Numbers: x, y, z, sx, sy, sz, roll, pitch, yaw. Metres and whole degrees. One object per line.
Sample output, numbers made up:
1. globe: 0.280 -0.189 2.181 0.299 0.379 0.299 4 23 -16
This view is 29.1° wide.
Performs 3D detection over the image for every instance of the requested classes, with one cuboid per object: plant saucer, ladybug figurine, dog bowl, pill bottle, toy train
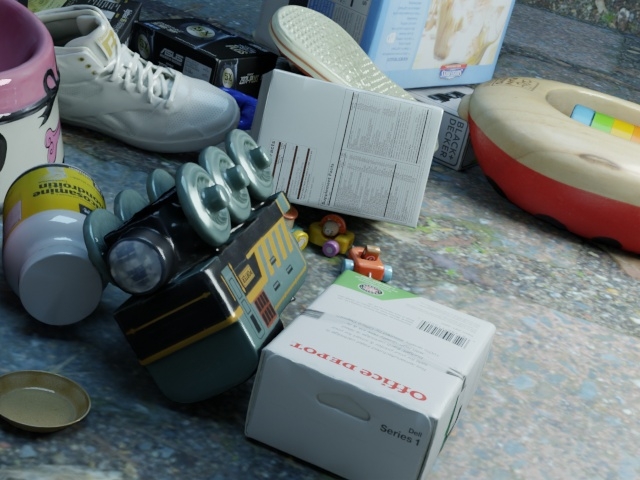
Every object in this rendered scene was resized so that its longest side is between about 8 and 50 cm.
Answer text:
1. plant saucer: -0.229 0.133 1.001 0.083 0.015 0.083 12 23 -5
2. ladybug figurine: 0.402 -0.099 1.743 0.449 0.162 0.305 22 25 13
3. dog bowl: -0.476 -0.184 1.362 0.408 0.150 0.408 14 29 -8
4. pill bottle: -0.250 0.004 1.175 0.103 0.103 0.184 7 24 -18
5. toy train: 0.000 0.000 1.416 0.166 0.046 0.125 11 23 -11
6. toy train: -0.101 0.017 1.155 0.142 0.190 0.334 -25 9 16

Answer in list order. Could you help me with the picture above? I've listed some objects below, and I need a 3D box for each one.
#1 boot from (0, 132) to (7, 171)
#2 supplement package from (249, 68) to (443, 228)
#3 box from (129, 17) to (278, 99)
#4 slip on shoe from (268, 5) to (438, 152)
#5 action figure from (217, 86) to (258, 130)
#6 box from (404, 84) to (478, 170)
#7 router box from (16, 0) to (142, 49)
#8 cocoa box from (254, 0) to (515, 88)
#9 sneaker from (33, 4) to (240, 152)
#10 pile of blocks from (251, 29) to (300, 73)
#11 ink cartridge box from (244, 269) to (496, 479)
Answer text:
1. boot: -0.318 -0.008 1.068 0.088 0.176 0.244 10 24 -17
2. supplement package: 0.018 -0.113 1.497 0.203 0.149 0.194 12 5 -8
3. box: -0.184 -0.279 1.911 0.180 0.078 0.147 28 25 29
4. slip on shoe: 0.035 -0.197 1.678 0.331 0.101 0.123 37 36 -42
5. action figure: -0.100 -0.171 1.684 0.280 0.091 0.139 6 8 -19
6. box: 0.145 -0.214 1.952 0.290 0.087 0.169 26 25 25
7. router box: -0.411 -0.315 1.846 0.243 0.081 0.309 13 23 -5
8. cocoa box: 0.114 -0.375 1.888 0.228 0.231 0.347 30 27 34
9. sneaker: -0.247 -0.206 1.557 0.292 0.169 0.108 9 62 1
10. pile of blocks: 0.044 -0.320 2.150 0.362 0.149 0.113 -11 76 -31
11. ink cartridge box: 0.049 0.122 1.101 0.160 0.093 0.219 21 23 14
